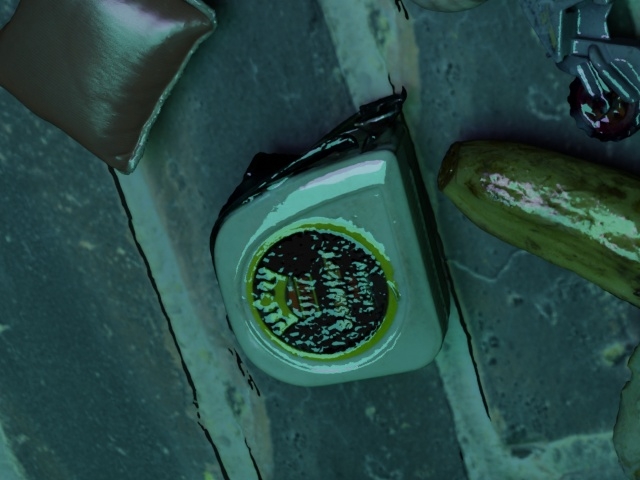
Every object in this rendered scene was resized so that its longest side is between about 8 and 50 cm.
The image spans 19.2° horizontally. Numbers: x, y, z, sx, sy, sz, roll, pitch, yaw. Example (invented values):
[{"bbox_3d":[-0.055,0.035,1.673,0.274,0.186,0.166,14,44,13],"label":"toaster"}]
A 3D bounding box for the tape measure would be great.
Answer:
[{"bbox_3d":[0.000,0.000,1.641,0.207,0.115,0.235,-9,111,16],"label":"tape measure"}]

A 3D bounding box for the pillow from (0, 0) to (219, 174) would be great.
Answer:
[{"bbox_3d":[-0.190,-0.171,1.625,0.171,0.075,0.179,35,120,4],"label":"pillow"}]

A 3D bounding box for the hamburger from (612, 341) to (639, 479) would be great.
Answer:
[{"bbox_3d":[0.415,0.137,1.495,0.277,0.195,0.318,24,119,-30],"label":"hamburger"}]

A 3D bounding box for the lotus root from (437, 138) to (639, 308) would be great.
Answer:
[{"bbox_3d":[0.220,-0.020,1.563,0.258,0.097,0.110,26,153,5],"label":"lotus root"}]

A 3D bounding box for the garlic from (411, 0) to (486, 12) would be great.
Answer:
[{"bbox_3d":[0.072,-0.272,1.375,0.245,0.253,0.245,17,119,33],"label":"garlic"}]

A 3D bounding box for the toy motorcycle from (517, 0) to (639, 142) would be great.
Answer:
[{"bbox_3d":[0.218,-0.188,1.480,0.122,0.080,0.215,-23,94,35],"label":"toy motorcycle"}]
